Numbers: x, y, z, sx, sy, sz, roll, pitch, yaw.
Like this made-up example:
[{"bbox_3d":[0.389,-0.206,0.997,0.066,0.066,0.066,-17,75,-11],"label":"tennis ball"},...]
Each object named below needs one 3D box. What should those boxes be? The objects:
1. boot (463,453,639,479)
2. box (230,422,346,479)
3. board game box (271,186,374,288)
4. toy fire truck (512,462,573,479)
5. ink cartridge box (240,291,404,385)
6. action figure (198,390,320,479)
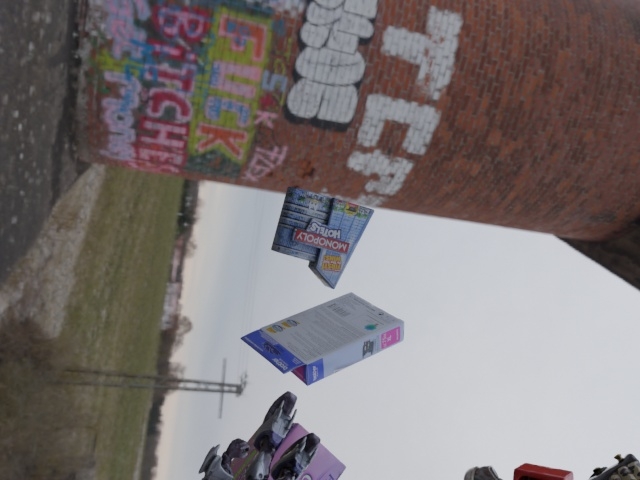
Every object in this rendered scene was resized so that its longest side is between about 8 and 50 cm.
[{"bbox_3d":[0.396,0.447,1.007,0.138,0.284,0.377,65,8,4],"label":"boot"},{"bbox_3d":[-0.098,0.444,1.084,0.213,0.117,0.243,-48,-175,-23],"label":"box"},{"bbox_3d":[0.000,0.000,1.332,0.060,0.194,0.194,-170,-86,-70],"label":"board game box"},{"bbox_3d":[0.228,0.305,0.569,0.047,0.135,0.192,-4,-99,39],"label":"toy fire truck"},{"bbox_3d":[0.005,0.213,1.314,0.186,0.311,0.065,26,-56,49],"label":"ink cartridge box"},{"bbox_3d":[-0.070,0.322,0.797,0.099,0.185,0.285,-42,-176,15],"label":"action figure"}]
